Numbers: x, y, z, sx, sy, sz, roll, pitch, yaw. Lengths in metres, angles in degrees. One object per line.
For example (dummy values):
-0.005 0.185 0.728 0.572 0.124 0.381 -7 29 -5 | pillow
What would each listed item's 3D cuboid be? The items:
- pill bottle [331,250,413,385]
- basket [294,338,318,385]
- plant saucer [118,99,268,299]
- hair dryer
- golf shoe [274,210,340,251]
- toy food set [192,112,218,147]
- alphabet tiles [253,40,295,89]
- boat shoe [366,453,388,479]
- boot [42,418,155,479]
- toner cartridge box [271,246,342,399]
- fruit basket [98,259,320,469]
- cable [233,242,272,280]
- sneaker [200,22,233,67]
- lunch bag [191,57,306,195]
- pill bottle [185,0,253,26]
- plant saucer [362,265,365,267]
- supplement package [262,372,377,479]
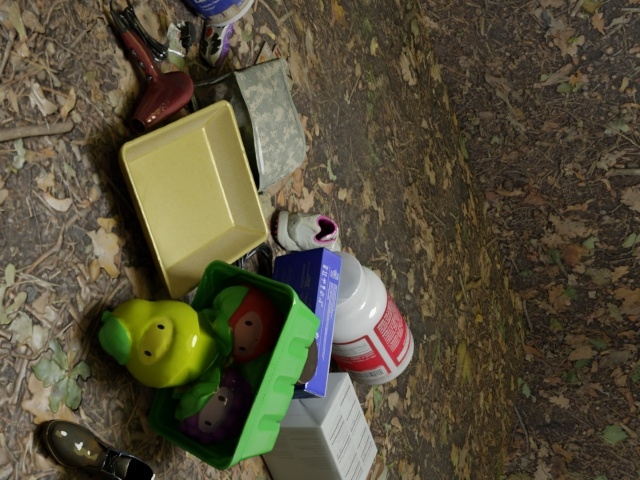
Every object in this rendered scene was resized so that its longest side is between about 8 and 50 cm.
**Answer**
0.093 0.209 2.236 0.407 0.229 0.229 58 37 -49 | pill bottle
-0.133 0.251 1.830 0.154 0.227 0.204 19 68 -60 | basket
-0.275 -0.092 1.744 0.333 0.081 0.332 -36 118 -47 | plant saucer
-0.358 -0.353 1.713 0.224 0.080 0.293 14 66 -44 | hair dryer
0.000 0.000 2.229 0.306 0.140 0.115 29 58 -59 | golf shoe
-0.257 -0.226 1.846 0.019 0.078 0.122 -25 107 -58 | toy food set
-0.125 -0.404 2.206 0.198 0.009 0.237 57 38 -41 | alphabet tiles
0.091 0.685 2.311 0.116 0.123 0.324 70 24 -12 | boat shoe
-0.384 0.374 1.457 0.219 0.106 0.082 54 40 -44 | boot
-0.051 0.197 1.960 0.075 0.165 0.347 29 60 -41 | toner cartridge box
-0.222 0.220 1.587 0.392 0.283 0.391 -22 120 -45 | fruit basket
-0.165 0.072 2.010 0.151 0.047 0.184 34 58 -50 | cable
-0.240 -0.485 1.964 0.071 0.068 0.169 62 41 -63 | sneaker
-0.159 -0.260 1.944 0.235 0.169 0.286 -39 115 -58 | lunch bag
-0.268 -0.605 1.816 0.265 0.153 0.153 40 50 -52 | pill bottle
0.113 0.175 2.519 0.199 0.036 0.198 21 66 -61 | plant saucer
-0.011 0.490 2.045 0.198 0.199 0.262 -57 134 -51 | supplement package
